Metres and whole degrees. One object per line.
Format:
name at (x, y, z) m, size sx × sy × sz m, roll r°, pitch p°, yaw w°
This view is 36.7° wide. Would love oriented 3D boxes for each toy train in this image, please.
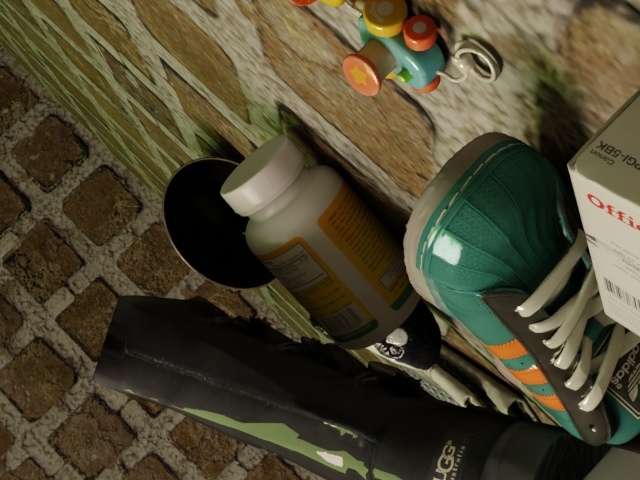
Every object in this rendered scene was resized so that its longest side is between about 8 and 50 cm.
toy train at (0.018, -0.134, 0.519) m, size 0.166 × 0.046 × 0.125 m, roll 49°, pitch 171°, yaw -18°

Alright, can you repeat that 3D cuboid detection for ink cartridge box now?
ink cartridge box at (0.172, 0.007, 0.425) m, size 0.099 × 0.056 × 0.135 m, roll 38°, pitch 169°, yaw 36°

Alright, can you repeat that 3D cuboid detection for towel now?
towel at (0.204, 0.233, 1.287) m, size 0.324 × 0.056 × 0.312 m, roll 32°, pitch 164°, yaw 53°

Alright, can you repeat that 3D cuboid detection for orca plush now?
orca plush at (0.039, 0.023, 1.113) m, size 0.151 × 0.102 × 0.287 m, roll -4°, pitch -141°, yaw -36°

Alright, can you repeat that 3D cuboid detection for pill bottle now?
pill bottle at (0.000, 0.000, 0.964) m, size 0.208 × 0.117 × 0.117 m, roll 48°, pitch 171°, yaw -18°

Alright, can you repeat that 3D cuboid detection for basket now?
basket at (-0.152, -0.037, 1.401) m, size 0.204 × 0.154 × 0.227 m, roll 46°, pitch 175°, yaw -17°

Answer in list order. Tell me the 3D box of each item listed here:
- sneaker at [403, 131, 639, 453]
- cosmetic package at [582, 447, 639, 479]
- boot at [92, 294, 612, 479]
sneaker at (0.150, 0.044, 0.564) m, size 0.121 × 0.108 × 0.302 m, roll 37°, pitch 176°, yaw 36°
cosmetic package at (0.327, 0.259, 0.555) m, size 0.217 × 0.156 × 0.385 m, roll 49°, pitch 171°, yaw -23°
boot at (0.050, 0.188, 0.930) m, size 0.445 × 0.146 × 0.367 m, roll 11°, pitch 162°, yaw 34°
